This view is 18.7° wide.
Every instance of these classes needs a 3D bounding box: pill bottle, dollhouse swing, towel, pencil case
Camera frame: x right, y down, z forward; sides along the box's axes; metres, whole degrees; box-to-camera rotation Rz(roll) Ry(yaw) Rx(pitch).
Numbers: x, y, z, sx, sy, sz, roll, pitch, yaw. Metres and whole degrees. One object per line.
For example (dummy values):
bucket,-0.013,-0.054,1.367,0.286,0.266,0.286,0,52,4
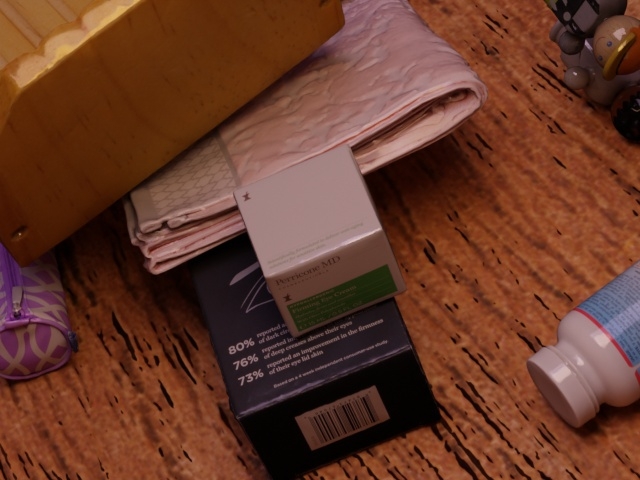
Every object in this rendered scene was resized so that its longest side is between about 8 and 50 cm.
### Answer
pill bottle,0.243,0.073,1.516,0.160,0.087,0.087,-35,50,-10
dollhouse swing,-0.211,-0.215,1.611,0.347,0.315,0.305,-37,68,-9
towel,-0.037,-0.114,1.708,0.317,0.053,0.332,-26,25,-1
pencil case,-0.276,0.029,1.737,0.086,0.088,0.206,-21,48,0

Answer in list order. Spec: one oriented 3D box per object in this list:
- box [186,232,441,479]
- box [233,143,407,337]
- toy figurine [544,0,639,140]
box,-0.010,0.070,1.595,0.153,0.108,0.207,-22,48,3
box,0.000,0.000,1.517,0.101,0.087,0.102,-22,48,1
toy figurine,0.298,-0.195,1.635,0.209,0.213,0.148,-32,65,-3
